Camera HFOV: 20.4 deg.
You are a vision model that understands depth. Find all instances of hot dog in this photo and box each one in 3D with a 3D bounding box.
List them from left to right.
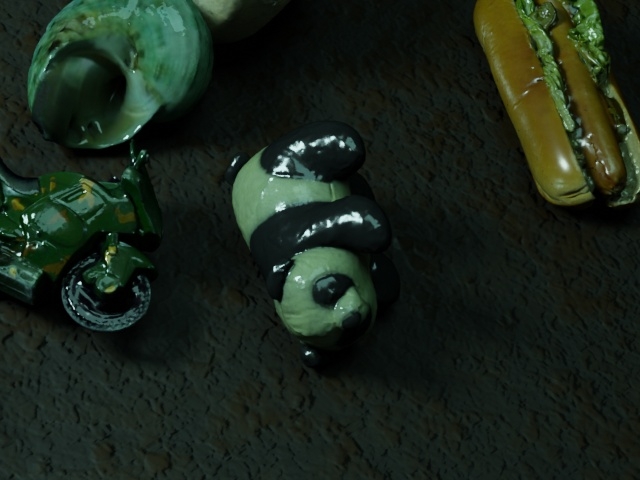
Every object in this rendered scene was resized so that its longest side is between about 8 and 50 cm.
[{"bbox_3d":[0.253,-0.174,1.882,0.135,0.100,0.337,-2,52,-18],"label":"hot dog"}]

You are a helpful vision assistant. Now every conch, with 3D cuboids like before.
[{"bbox_3d":[-0.191,-0.171,1.733,0.188,0.122,0.175,6,85,-16],"label":"conch"}]

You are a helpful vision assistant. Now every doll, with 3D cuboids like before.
[{"bbox_3d":[0.000,-0.001,1.643,0.135,0.143,0.234,-20,57,-1],"label":"doll"}]

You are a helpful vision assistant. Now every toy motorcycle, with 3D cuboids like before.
[{"bbox_3d":[-0.257,-0.034,1.600,0.275,0.124,0.187,24,57,4],"label":"toy motorcycle"}]

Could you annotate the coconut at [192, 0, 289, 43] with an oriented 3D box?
[{"bbox_3d":[-0.100,-0.343,1.830,0.237,0.237,0.266,31,49,10],"label":"coconut"}]
